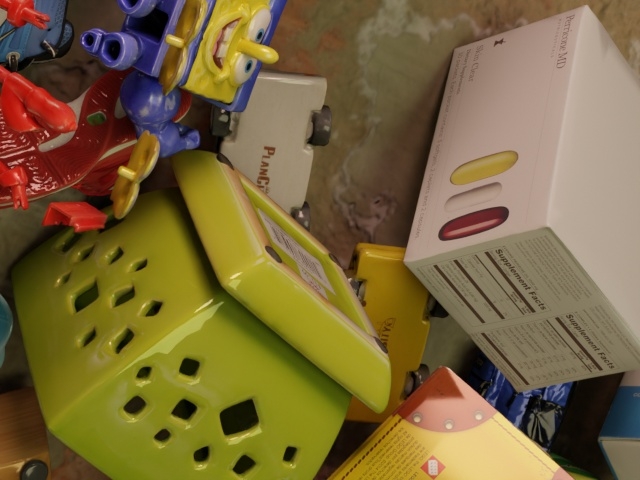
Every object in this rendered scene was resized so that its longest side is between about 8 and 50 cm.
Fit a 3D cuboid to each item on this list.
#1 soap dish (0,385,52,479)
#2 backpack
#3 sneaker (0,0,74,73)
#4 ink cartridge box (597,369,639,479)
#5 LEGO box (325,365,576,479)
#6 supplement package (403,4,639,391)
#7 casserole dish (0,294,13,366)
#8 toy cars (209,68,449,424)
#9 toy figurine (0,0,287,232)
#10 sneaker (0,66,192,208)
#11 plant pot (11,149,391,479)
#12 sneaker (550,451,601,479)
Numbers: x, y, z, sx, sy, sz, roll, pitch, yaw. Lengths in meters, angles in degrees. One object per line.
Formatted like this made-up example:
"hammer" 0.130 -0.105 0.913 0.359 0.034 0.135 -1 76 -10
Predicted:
"soap dish" -0.338 0.262 1.323 0.291 0.118 0.229 -13 112 -30
"backpack" 0.201 0.142 1.644 0.101 0.098 0.120 23 95 -16
"sneaker" -0.259 -0.156 1.229 0.330 0.130 0.147 -51 123 -8
"ink cartridge box" 0.416 0.165 1.693 0.223 0.129 0.307 61 43 -32
"LEGO box" 0.006 0.390 1.436 0.500 0.193 0.372 -44 161 -13
"supplement package" 0.207 -0.037 1.485 0.204 0.145 0.262 47 42 -35
"casserole dish" -0.328 0.052 1.310 0.114 0.037 0.188 -50 124 -9
"toy cars" 0.000 0.000 1.472 0.176 0.087 0.393 -29 121 10
"toy figurine" -0.105 -0.190 1.196 0.217 0.191 0.362 -3 116 -63
"sneaker" -0.205 -0.054 1.288 0.221 0.087 0.128 -22 160 -27
"plant pot" -0.087 0.075 1.321 0.207 0.227 0.228 -41 125 10
"sneaker" 0.272 0.313 1.741 0.109 0.123 0.295 -31 139 -12
